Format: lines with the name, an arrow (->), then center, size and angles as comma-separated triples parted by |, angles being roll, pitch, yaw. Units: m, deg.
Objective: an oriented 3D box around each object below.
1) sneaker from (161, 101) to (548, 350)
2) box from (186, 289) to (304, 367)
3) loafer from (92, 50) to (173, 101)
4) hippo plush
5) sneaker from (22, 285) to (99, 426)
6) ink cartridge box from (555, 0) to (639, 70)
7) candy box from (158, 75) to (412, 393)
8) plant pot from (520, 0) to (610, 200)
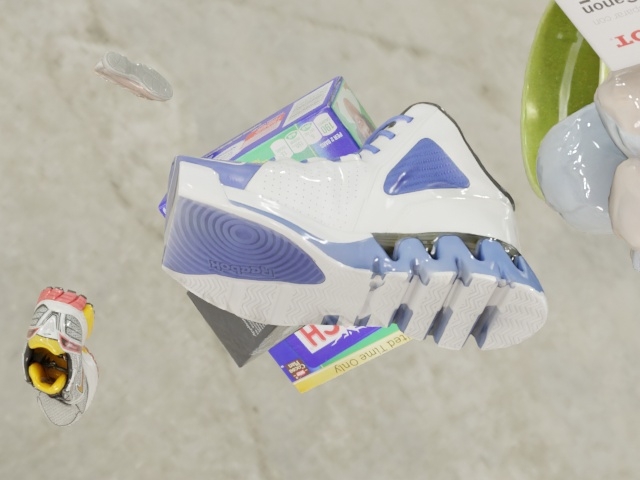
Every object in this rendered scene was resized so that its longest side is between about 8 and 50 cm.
sneaker -> 0.029, -0.026, 1.177 | 0.315, 0.127, 0.182 | 13, 49, -12
box -> -0.020, 0.021, 1.313 | 0.156, 0.158, 0.093 | -32, 82, -27
loafer -> -0.269, -0.231, 2.064 | 0.125, 0.039, 0.045 | 27, 49, -38
hippo plush -> 0.329, -0.087, 1.285 | 0.294, 0.236, 0.234 | 12, 87, -20
sneaker -> -0.322, 0.155, 1.721 | 0.088, 0.225, 0.092 | 13, 49, 7
ink cartridge box -> 0.227, -0.268, 0.995 | 0.283, 0.207, 0.117 | 43, 51, -32
candy box -> 0.000, 0.000, 1.801 | 0.317, 0.268, 0.122 | 53, 24, -17
plant pot -> 0.416, -0.172, 1.807 | 0.254, 0.276, 0.276 | 6, 49, -12
